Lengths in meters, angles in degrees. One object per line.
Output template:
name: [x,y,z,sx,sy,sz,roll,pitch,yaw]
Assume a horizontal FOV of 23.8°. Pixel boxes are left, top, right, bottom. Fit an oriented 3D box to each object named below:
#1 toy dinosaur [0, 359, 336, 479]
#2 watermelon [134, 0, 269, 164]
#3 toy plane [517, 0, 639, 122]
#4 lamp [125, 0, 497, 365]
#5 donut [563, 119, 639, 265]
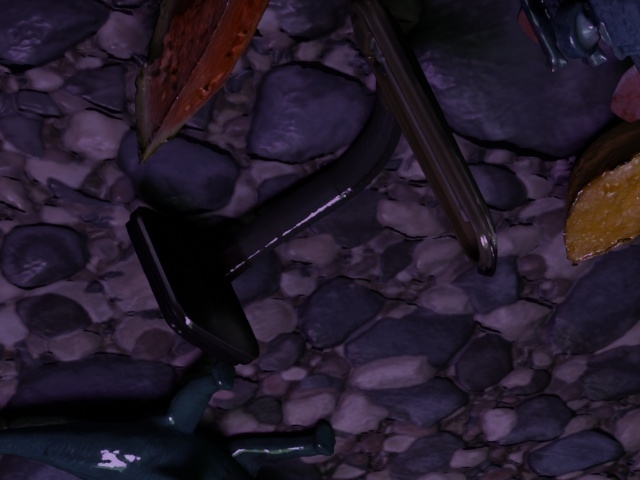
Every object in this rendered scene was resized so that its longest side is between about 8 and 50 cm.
toy dinosaur: [-0.162,0.225,1.341,0.331,0.129,0.383,-13,141,24]
watermelon: [-0.054,-0.149,0.893,0.063,0.119,0.245,23,132,-14]
toy plane: [0.176,-0.187,0.892,0.223,0.104,0.326,-2,145,41]
lamp: [0.006,0.000,1.020,0.283,0.203,0.124,-40,148,28]
donut: [0.266,-0.034,1.102,0.181,0.078,0.146,14,134,-13]
